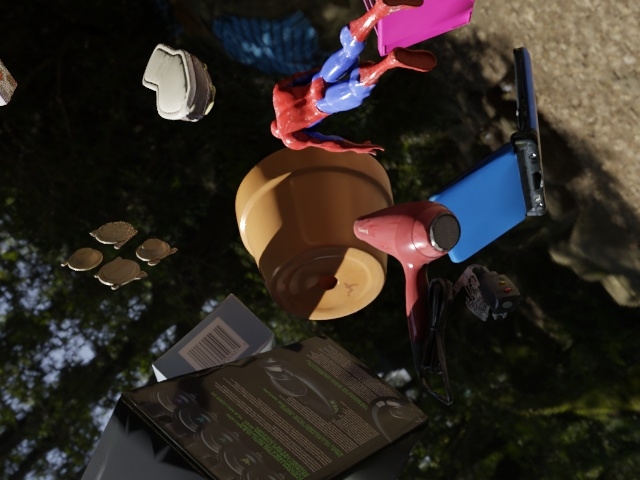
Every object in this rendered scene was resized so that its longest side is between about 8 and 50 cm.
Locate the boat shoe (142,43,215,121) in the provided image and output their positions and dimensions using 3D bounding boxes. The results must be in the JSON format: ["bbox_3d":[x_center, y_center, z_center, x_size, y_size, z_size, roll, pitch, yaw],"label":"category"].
[{"bbox_3d":[-0.242,-0.278,1.417,0.096,0.117,0.324,22,-169,-28],"label":"boat shoe"}]

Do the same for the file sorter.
[{"bbox_3d":[0.180,-0.535,1.533,0.291,0.202,0.182,69,180,-77],"label":"file sorter"}]

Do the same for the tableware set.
[{"bbox_3d":[-0.330,0.022,1.277,0.168,0.141,0.020,20,130,29],"label":"tableware set"}]

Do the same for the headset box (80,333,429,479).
[{"bbox_3d":[-0.074,0.224,0.604,0.131,0.246,0.283,35,-163,24],"label":"headset box"}]

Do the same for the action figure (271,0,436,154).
[{"bbox_3d":[0.045,-0.159,0.823,0.280,0.139,0.092,-21,75,57],"label":"action figure"}]

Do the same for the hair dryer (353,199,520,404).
[{"bbox_3d":[0.123,0.054,1.056,0.080,0.224,0.294,3,-140,-34],"label":"hair dryer"}]

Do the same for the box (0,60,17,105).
[{"bbox_3d":[-0.615,-0.357,1.270,0.063,0.067,0.324,-88,-19,-45],"label":"box"}]

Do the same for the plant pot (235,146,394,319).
[{"bbox_3d":[0.000,0.000,1.382,0.291,0.290,0.204,56,-163,-45],"label":"plant pot"}]

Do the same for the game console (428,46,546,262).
[{"bbox_3d":[0.275,-0.129,1.289,0.293,0.173,0.250,50,-143,-63],"label":"game console"}]

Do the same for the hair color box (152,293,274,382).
[{"bbox_3d":[-0.190,0.266,1.461,0.113,0.185,0.374,41,156,17],"label":"hair color box"}]
